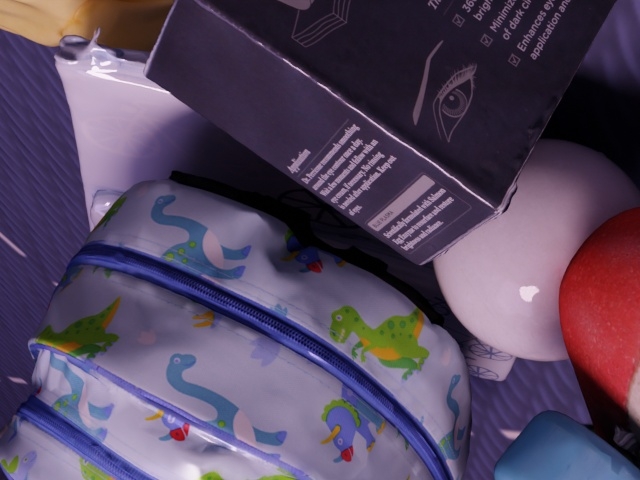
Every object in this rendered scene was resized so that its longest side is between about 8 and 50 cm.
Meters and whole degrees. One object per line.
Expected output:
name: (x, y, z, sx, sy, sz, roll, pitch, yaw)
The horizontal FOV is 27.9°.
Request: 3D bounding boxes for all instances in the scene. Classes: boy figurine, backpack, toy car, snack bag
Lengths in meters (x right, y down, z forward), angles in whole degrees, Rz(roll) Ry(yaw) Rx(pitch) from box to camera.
boy figurine: (-0.180, -0.179, 0.752, 0.285, 0.092, 0.177, 31, 162, -1)
backpack: (-0.044, 0.107, 0.753, 0.290, 0.273, 0.355, 33, 148, 8)
toy car: (0.142, 0.029, 0.652, 0.238, 0.219, 0.210, 37, 174, 40)
snack bag: (0.000, 0.000, 0.832, 0.323, 0.037, 0.342, 13, 155, 0)

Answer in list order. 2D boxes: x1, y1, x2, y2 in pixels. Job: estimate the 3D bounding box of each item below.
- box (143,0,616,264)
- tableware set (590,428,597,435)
box: (0.033, -0.102, 0.576, 0.158, 0.156, 0.093, 35, 156, -6)
tableware set: (0.274, 0.193, 1.001, 0.154, 0.024, 0.104, 39, 155, -15)
